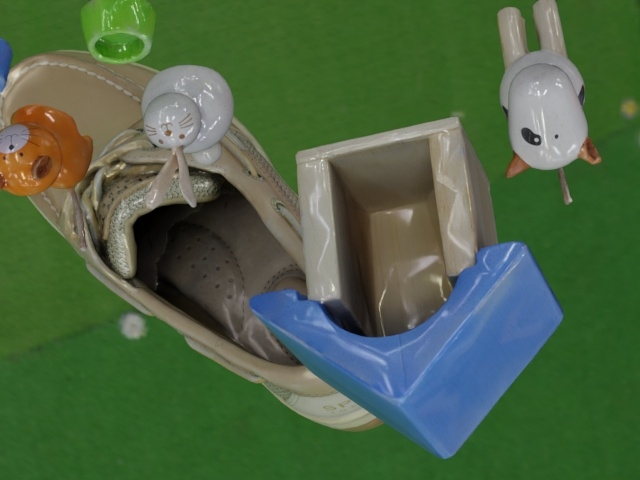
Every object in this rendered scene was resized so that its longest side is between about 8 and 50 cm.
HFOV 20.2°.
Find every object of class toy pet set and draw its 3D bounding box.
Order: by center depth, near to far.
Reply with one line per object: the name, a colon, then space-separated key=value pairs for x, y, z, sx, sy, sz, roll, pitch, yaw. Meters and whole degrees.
toy pet set: x=0.000 y=0.000 z=0.369 sx=0.114 sy=0.122 sz=0.065 roll=53 pitch=29 yaw=-60

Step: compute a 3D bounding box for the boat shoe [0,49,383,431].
boat shoe: x=-0.076 y=-0.016 z=0.908 sx=0.109 sy=0.302 sz=0.098 roll=-53 pitch=150 yaw=5
